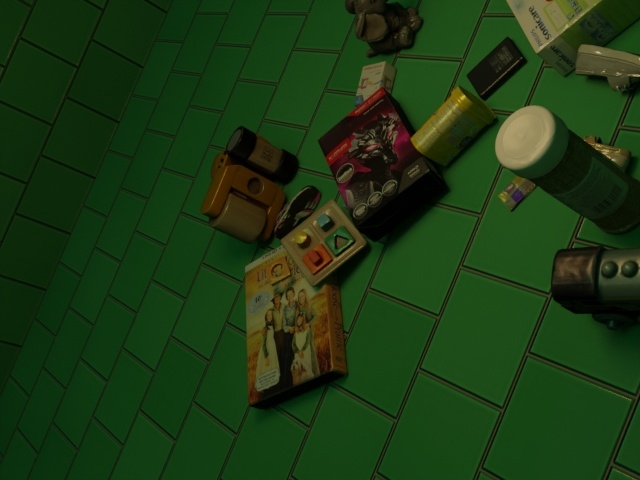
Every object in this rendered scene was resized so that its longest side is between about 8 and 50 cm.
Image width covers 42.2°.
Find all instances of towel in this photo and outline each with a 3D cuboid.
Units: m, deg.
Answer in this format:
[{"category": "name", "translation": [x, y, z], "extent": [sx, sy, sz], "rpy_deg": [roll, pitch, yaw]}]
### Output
[{"category": "towel", "translation": [0.432, -0.111, 1.824], "extent": [0.083, 0.009, 0.060], "rpy_deg": [-48, 43, 19]}]

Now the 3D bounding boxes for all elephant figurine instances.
[{"category": "elephant figurine", "translation": [0.141, -0.617, 2.225], "extent": [0.169, 0.239, 0.186], "rpy_deg": [26, 91, 50]}]

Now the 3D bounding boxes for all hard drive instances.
[{"category": "hard drive", "translation": [0.419, -0.412, 1.983], "extent": [0.135, 0.022, 0.094], "rpy_deg": [-42, 45, 25]}]

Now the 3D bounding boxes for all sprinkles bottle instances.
[{"category": "sprinkles bottle", "translation": [0.467, -0.121, 1.518], "extent": [0.121, 0.355, 0.121], "rpy_deg": [-24, 55, 39]}]

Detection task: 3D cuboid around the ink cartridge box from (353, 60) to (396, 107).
[{"category": "ink cartridge box", "translation": [0.149, -0.419, 2.263], "extent": [0.088, 0.052, 0.122], "rpy_deg": [-2, 69, 48]}]

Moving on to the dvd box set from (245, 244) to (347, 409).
[{"category": "dvd box set", "translation": [-0.075, 0.200, 2.182], "extent": [0.307, 0.062, 0.420], "rpy_deg": [-28, 52, 34]}]

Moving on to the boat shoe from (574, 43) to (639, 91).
[{"category": "boat shoe", "translation": [0.619, -0.345, 1.698], "extent": [0.227, 0.079, 0.081], "rpy_deg": [32, 116, 49]}]

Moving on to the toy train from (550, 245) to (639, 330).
[{"category": "toy train", "translation": [0.566, 0.077, 1.437], "extent": [0.334, 0.190, 0.142], "rpy_deg": [-4, 68, 47]}]

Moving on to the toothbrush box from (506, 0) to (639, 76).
[{"category": "toothbrush box", "translation": [0.575, -0.534, 1.797], "extent": [0.283, 0.122, 0.206], "rpy_deg": [-39, 46, 30]}]

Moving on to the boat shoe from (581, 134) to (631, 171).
[{"category": "boat shoe", "translation": [0.556, -0.184, 1.689], "extent": [0.170, 0.063, 0.059], "rpy_deg": [32, 93, 41]}]

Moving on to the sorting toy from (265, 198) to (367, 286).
[{"category": "sorting toy", "translation": [0.000, 0.000, 2.133], "extent": [0.347, 0.047, 0.196], "rpy_deg": [-39, 52, 3]}]

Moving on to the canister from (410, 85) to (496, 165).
[{"category": "canister", "translation": [0.310, -0.266, 1.950], "extent": [0.170, 0.126, 0.073], "rpy_deg": [-47, 43, 24]}]

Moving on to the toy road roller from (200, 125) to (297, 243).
[{"category": "toy road roller", "translation": [-0.235, -0.160, 2.450], "extent": [0.240, 0.202, 0.329], "rpy_deg": [-7, 60, 59]}]

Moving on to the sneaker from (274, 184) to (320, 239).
[{"category": "sneaker", "translation": [-0.078, -0.090, 2.335], "extent": [0.178, 0.072, 0.077], "rpy_deg": [-47, 32, 12]}]

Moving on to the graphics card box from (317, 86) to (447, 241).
[{"category": "graphics card box", "translation": [0.145, -0.198, 2.090], "extent": [0.233, 0.094, 0.371], "rpy_deg": [-37, 44, 17]}]
